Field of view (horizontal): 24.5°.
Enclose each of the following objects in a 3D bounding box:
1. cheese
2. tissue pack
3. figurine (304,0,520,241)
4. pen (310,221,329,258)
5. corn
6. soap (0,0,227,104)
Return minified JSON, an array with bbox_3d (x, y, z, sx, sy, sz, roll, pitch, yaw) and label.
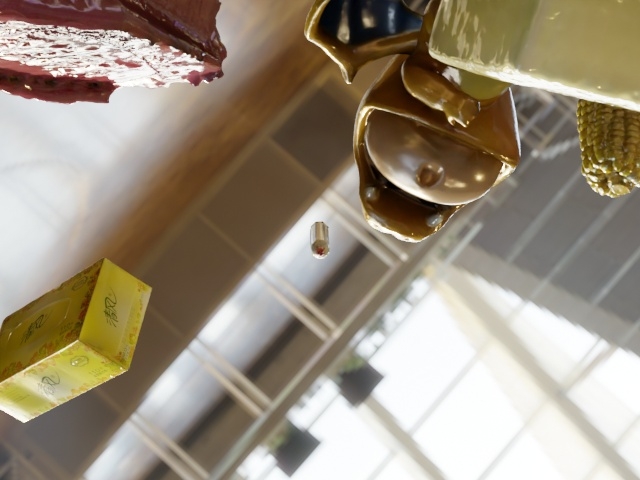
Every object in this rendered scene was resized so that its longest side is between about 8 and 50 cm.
[{"bbox_3d":[0.254,-0.170,1.227,0.242,0.265,0.124,-155,-103,-74],"label":"cheese"},{"bbox_3d":[-0.243,0.096,1.386,0.176,0.062,0.095,-26,-141,40],"label":"tissue pack"},{"bbox_3d":[0.184,-0.217,1.841,0.401,0.268,0.387,-31,160,-34],"label":"figurine"},{"bbox_3d":[0.000,0.000,1.818,0.026,0.026,0.218,-50,-175,5],"label":"pen"},{"bbox_3d":[0.346,-0.190,1.716,0.101,0.101,0.292,111,-18,-69],"label":"corn"},{"bbox_3d":[-0.221,-0.198,1.223,0.182,0.112,0.289,-12,167,23],"label":"soap"}]
